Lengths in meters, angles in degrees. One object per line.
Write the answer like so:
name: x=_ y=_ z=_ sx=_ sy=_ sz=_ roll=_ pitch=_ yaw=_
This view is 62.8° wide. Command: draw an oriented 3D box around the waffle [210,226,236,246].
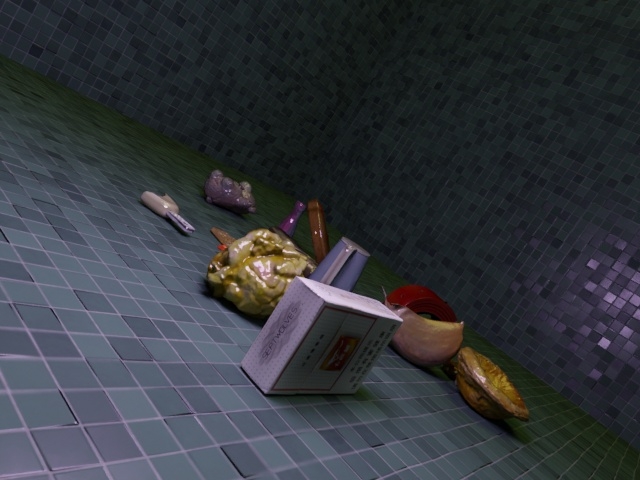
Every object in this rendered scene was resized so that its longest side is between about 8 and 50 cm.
waffle: x=-0.314 y=0.003 z=1.790 sx=0.092 sy=0.021 sz=0.135 roll=24 pitch=12 yaw=-42

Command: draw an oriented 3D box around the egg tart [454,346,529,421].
egg tart: x=0.549 y=0.495 z=1.736 sx=0.319 sy=0.128 sz=0.319 roll=41 pitch=13 yaw=-11

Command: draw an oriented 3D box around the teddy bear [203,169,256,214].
teddy bear: x=-0.392 y=-0.204 z=2.327 sx=0.236 sy=0.151 sz=0.267 roll=40 pitch=13 yaw=35

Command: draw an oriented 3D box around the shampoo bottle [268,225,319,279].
shampoo bottle: x=-0.100 y=0.061 z=2.067 sx=0.126 sy=0.084 sz=0.350 roll=34 pitch=5 yaw=-43

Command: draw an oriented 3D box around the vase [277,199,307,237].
vase: x=-0.133 y=-0.069 z=2.258 sx=0.086 sy=0.214 sz=0.086 roll=32 pitch=7 yaw=-4

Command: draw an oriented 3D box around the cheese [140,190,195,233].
cheese: x=-0.467 y=-0.088 z=1.627 sx=0.235 sy=0.049 sz=0.127 roll=38 pitch=6 yaw=28

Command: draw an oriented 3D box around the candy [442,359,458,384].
candy: x=0.483 y=0.474 z=1.923 sx=0.046 sy=0.053 sz=0.182 roll=29 pitch=10 yaw=-20

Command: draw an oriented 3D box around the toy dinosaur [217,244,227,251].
toy dinosaur: x=-0.209 y=0.084 z=1.525 sx=0.288 sy=0.070 sz=0.117 roll=32 pitch=17 yaw=27

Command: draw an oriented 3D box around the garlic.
garlic: x=0.317 y=0.310 z=1.797 sx=0.339 sy=0.196 sz=0.151 roll=24 pitch=-5 yaw=-8

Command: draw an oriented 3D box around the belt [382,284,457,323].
belt: x=0.380 y=0.298 z=1.965 sx=0.324 sy=0.227 sz=0.115 roll=27 pitch=12 yaw=-30

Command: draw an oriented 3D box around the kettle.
kettle: x=0.045 y=0.113 z=1.707 sx=0.160 sy=0.243 sz=0.210 roll=35 pitch=9 yaw=17

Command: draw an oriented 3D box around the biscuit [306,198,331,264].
biscuit: x=0.000 y=0.000 z=2.204 sx=0.074 sy=0.358 sz=0.381 roll=-8 pitch=-9 yaw=5

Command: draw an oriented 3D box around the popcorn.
popcorn: x=-0.150 y=0.078 z=1.297 sx=0.259 sy=0.212 sz=0.259 roll=37 pitch=1 yaw=-1

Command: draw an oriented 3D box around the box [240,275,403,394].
box: x=0.016 y=0.208 z=1.083 sx=0.095 sy=0.210 sz=0.330 roll=37 pitch=8 yaw=37
